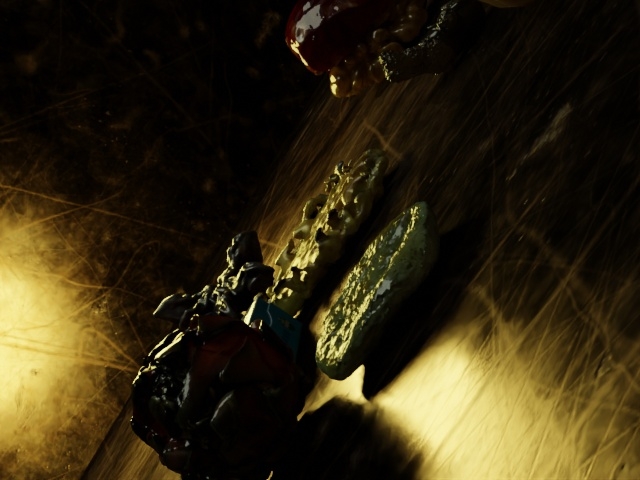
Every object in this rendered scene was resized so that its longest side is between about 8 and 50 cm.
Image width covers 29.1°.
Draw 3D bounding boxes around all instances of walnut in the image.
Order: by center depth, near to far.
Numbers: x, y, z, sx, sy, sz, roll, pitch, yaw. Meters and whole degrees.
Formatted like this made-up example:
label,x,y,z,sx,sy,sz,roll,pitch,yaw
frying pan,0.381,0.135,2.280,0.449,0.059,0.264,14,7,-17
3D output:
label,x,y,z,sx,sy,sz,roll,pitch,yaw
walnut,0.082,-0.402,2.277,0.269,0.222,0.244,-48,41,10

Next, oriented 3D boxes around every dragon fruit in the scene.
label,x,y,z,sx,sy,sz,roll,pitch,yaw
dragon fruit,-0.099,0.156,1.208,0.182,0.182,0.188,-58,18,-10

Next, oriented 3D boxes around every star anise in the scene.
label,x,y,z,sx,sy,sz,roll,pitch,yaw
star anise,-0.159,0.099,2.048,0.212,0.129,0.283,-40,13,5

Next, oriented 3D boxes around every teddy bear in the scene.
label,x,y,z,sx,sy,sz,roll,pitch,yaw
teddy bear,0.160,-0.263,1.659,0.160,0.078,0.119,-40,-14,2

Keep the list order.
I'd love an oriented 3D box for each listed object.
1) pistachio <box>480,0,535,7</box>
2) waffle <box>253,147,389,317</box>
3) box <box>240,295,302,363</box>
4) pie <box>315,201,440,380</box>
label,x,y,z,sx,sy,sz,roll,pitch,yaw
pistachio,0.215,-0.329,1.380,0.152,0.126,0.223,-20,14,14
waffle,-0.003,-0.002,1.638,0.280,0.060,0.262,-59,8,-13
box,-0.106,0.180,1.496,0.194,0.073,0.139,-55,8,15
pie,0.054,0.049,1.140,0.187,0.041,0.187,-55,8,12
